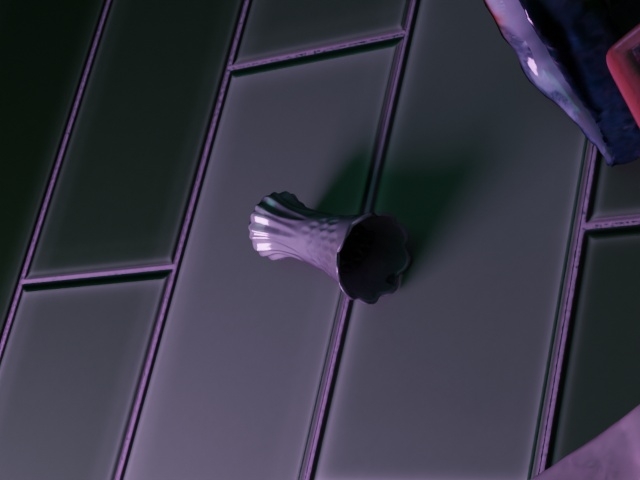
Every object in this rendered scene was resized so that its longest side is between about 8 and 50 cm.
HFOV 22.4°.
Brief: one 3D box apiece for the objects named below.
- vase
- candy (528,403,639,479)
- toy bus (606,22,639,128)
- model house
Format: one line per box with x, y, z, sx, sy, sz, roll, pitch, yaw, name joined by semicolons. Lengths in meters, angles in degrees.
0.000;0.000;1.397;0.149;0.081;0.081;18;77;49;vase
0.230;0.281;0.969;0.208;0.145;0.358;-35;46;21;candy
0.414;-0.153;1.043;0.427;0.203;0.233;-39;44;18;toy bus
0.261;-0.233;1.215;0.291;0.253;0.184;-37;50;1;model house
